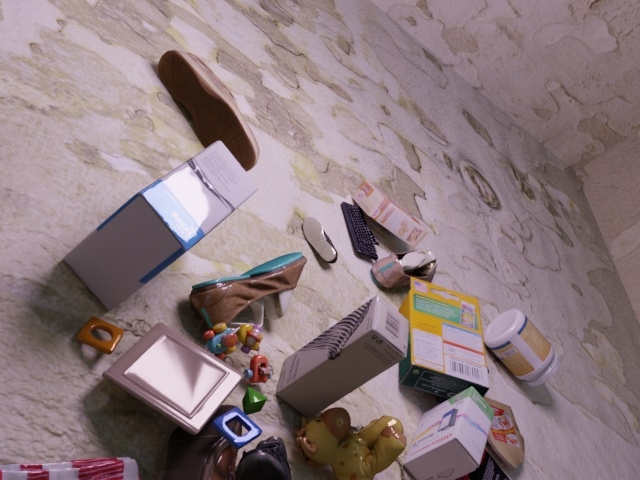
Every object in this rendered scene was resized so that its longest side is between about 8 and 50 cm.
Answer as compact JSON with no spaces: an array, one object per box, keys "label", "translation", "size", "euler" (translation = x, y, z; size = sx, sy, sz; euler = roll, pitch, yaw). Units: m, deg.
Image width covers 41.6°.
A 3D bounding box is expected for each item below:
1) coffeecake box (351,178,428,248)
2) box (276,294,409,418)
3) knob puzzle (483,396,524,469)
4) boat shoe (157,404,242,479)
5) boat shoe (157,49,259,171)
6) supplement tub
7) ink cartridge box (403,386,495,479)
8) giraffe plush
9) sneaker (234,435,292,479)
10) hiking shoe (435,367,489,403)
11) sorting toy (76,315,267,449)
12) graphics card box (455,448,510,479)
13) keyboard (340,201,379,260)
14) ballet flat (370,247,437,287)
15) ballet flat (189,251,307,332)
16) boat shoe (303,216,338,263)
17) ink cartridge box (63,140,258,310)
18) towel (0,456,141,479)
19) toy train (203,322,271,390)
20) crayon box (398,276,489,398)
[{"label":"coffeecake box","translation":[0.192,-0.074,2.340],"size":[0.186,0.068,0.142],"euler":[34,10,-29]},{"label":"box","translation":[0.043,0.231,1.651],"size":[0.094,0.275,0.113],"euler":[41,30,-19]},{"label":"knob puzzle","translation":[0.469,0.509,2.201],"size":[0.213,0.030,0.213],"euler":[36,33,-28]},{"label":"boat shoe","translation":[-0.194,0.378,1.358],"size":[0.307,0.111,0.104],"euler":[-59,141,-67]},{"label":"boat shoe","translation":[-0.241,-0.313,1.982],"size":[0.341,0.122,0.110],"euler":[55,31,6]},{"label":"supplement tub","translation":[0.588,0.314,2.457],"size":[0.199,0.144,0.144],"euler":[47,30,-11]},{"label":"ink cartridge box","translation":[0.292,0.445,1.894],"size":[0.093,0.154,0.212],"euler":[50,30,-6]},{"label":"giraffe plush","translation":[0.040,0.395,1.627],"size":[0.170,0.181,0.210],"euler":[39,66,-4]},{"label":"sneaker","translation":[-0.102,0.380,1.425],"size":[0.227,0.087,0.130],"euler":[66,0,-54]},{"label":"hiking shoe","translation":[0.373,0.389,2.156],"size":[0.227,0.086,0.114],"euler":[-19,81,-49]},{"label":"sorting toy","translation":[-0.246,0.234,1.409],"size":[0.348,0.047,0.196],"euler":[31,29,7]},{"label":"graphics card box","translation":[0.406,0.657,1.893],"size":[0.371,0.094,0.233],"euler":[50,29,-3]},{"label":"keyboard","translation":[0.116,-0.024,2.265],"size":[0.108,0.023,0.180],"euler":[25,37,-40]},{"label":"ballet flat","translation":[0.256,0.071,2.286],"size":[0.316,0.106,0.107],"euler":[-10,63,-58]},{"label":"ballet flat","translation":[-0.131,0.113,1.717],"size":[0.342,0.116,0.124],"euler":[-19,95,-59]},{"label":"boat shoe","translation":[-0.002,0.001,2.069],"size":[0.133,0.049,0.042],"euler":[58,1,21]},{"label":"ink cartridge box","translation":[-0.279,-0.034,1.531],"size":[0.129,0.223,0.307],"euler":[51,30,-6]},{"label":"towel","translation":[-0.358,0.414,1.141],"size":[0.329,0.037,0.237],"euler":[13,49,-49]},{"label":"toy train","translation":[-0.148,0.217,1.583],"size":[0.166,0.046,0.125],"euler":[15,78,-42]},{"label":"crayon box","translation":[0.304,0.249,2.113],"size":[0.203,0.083,0.322],"euler":[19,37,-9]}]
